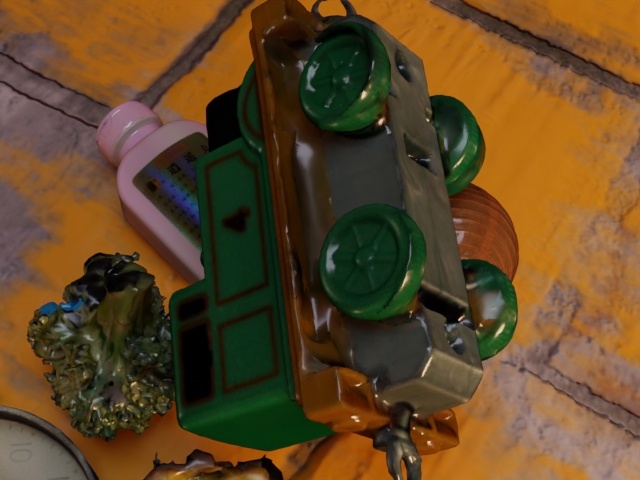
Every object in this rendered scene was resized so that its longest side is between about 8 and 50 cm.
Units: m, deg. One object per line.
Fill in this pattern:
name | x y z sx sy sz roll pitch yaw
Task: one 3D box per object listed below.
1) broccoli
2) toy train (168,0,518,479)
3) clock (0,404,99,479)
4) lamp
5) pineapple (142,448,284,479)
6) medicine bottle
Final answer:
broccoli | -0.169 0.075 0.998 0.155 0.160 0.167 27 44 13
toy train | 0.000 0.000 0.945 0.249 0.178 0.429 -23 60 28
clock | -0.281 0.241 0.959 0.226 0.049 0.226 0 60 -1
lamp | 0.107 0.011 1.060 0.136 0.136 0.136 1 60 -2
pineapple | -0.081 0.269 0.935 0.225 0.076 0.224 2 57 -4
medicine bottle | -0.119 -0.042 1.113 0.115 0.078 0.219 -39 68 -19
